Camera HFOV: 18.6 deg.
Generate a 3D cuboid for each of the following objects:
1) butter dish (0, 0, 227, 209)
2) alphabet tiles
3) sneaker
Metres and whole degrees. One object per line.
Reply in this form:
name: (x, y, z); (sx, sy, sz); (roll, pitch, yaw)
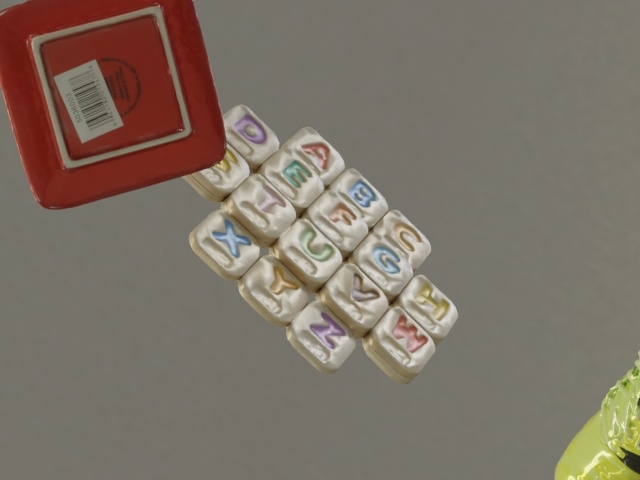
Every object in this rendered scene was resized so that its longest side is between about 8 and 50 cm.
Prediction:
butter dish: (-0.171, -0.119, 1.531); (0.160, 0.118, 0.160); (-16, -81, -14)
alphabet tiles: (0.000, 0.000, 1.739); (0.021, 0.284, 0.278); (-47, 0, 31)
sneaker: (0.370, 0.149, 2.050); (0.147, 0.145, 0.385); (27, -53, -28)
